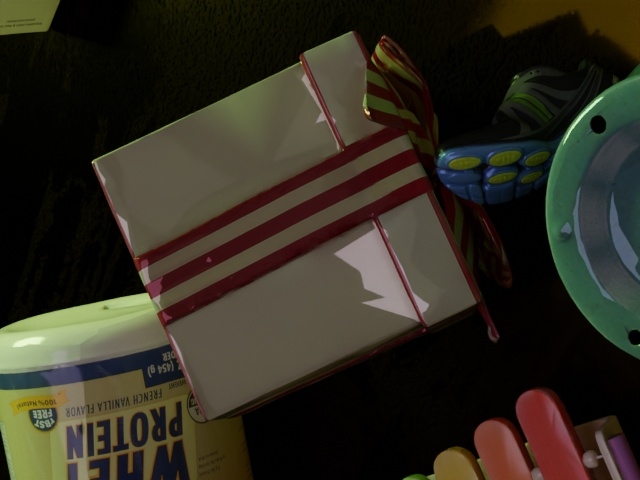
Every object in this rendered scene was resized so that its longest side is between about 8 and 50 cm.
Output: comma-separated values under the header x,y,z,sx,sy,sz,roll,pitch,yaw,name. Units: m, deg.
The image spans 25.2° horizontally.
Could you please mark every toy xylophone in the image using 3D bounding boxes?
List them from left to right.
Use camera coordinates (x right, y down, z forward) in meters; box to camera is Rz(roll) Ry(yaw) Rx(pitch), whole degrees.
x,y,z,sx,sy,sz,roll,pitch,yaw,name
0.168,0.268,1.207,0.323,0.081,0.236,-37,78,37,toy xylophone

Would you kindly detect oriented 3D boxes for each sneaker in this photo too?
x,y,z,sx,sy,sz,roll,pitch,yaw,name
0.156,-0.086,1.083,0.078,0.188,0.067,50,149,25,sneaker

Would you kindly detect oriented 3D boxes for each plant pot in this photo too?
x,y,z,sx,sy,sz,roll,pitch,yaw,name
0.286,-0.031,0.928,0.272,0.255,0.271,12,107,41,plant pot

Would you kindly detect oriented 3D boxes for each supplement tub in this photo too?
x,y,z,sx,sy,sz,roll,pitch,yaw,name
-0.180,0.220,1.367,0.228,0.228,0.316,-7,95,38,supplement tub

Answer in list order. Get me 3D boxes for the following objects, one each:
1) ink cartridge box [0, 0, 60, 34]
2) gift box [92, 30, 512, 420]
x,y,z,sx,sy,sz,roll,pitch,yaw,name
-0.316,-0.351,1.427,0.172,0.100,0.237,43,122,22,ink cartridge box
0.000,0.000,1.127,0.258,0.276,0.255,-25,88,2,gift box
